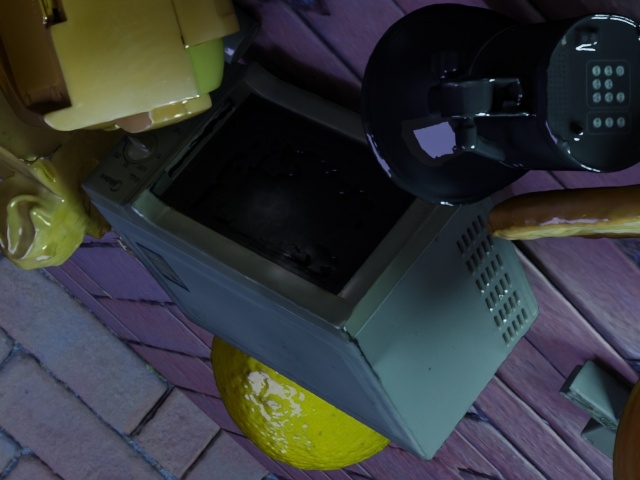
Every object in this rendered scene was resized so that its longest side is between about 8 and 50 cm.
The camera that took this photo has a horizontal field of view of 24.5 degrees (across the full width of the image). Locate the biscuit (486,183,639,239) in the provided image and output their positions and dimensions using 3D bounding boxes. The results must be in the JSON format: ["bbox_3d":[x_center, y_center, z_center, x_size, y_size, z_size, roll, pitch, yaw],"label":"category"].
[{"bbox_3d":[0.234,-0.020,0.973,0.260,0.041,0.203,-6,171,33],"label":"biscuit"}]

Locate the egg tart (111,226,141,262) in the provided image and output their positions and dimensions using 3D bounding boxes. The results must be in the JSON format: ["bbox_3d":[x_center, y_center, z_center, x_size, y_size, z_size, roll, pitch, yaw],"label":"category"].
[{"bbox_3d":[-0.164,-0.024,1.873,0.288,0.118,0.288,31,165,9],"label":"egg tart"}]

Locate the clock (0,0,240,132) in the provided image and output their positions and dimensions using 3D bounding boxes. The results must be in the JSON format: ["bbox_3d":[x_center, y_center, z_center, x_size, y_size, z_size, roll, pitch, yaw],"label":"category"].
[{"bbox_3d":[-0.214,-0.211,1.307,0.317,0.200,0.244,5,109,66],"label":"clock"}]

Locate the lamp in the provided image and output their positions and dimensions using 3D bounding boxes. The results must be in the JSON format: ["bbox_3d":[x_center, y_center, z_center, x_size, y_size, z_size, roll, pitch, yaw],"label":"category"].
[{"bbox_3d":[0.133,-0.093,0.963,0.172,0.147,0.227,-2,-177,-24],"label":"lamp"}]

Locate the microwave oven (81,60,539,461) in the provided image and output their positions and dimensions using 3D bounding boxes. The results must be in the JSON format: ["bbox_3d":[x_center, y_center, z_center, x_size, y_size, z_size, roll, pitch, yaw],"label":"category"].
[{"bbox_3d":[0.000,0.000,1.419,0.355,0.218,0.286,26,161,37],"label":"microwave oven"}]

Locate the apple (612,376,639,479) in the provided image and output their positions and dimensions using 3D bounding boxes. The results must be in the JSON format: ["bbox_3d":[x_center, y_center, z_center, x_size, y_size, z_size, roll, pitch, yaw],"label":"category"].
[{"bbox_3d":[0.353,0.164,1.049,0.286,0.233,0.286,39,168,10],"label":"apple"}]

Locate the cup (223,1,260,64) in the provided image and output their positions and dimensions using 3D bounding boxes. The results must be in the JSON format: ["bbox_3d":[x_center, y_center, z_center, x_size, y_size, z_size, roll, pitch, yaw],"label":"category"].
[{"bbox_3d":[-0.105,-0.205,1.393,0.083,0.054,0.075,36,163,4],"label":"cup"}]

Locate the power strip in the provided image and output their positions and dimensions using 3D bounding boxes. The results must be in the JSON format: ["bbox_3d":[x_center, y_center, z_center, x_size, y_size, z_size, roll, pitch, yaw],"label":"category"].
[{"bbox_3d":[0.313,0.186,1.508,0.145,0.061,0.215,38,163,3],"label":"power strip"}]

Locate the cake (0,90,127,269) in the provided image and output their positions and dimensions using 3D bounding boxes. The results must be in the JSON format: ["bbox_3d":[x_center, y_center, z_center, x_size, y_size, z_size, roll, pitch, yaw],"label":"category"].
[{"bbox_3d":[-0.300,-0.134,1.595,0.227,0.286,0.222,33,163,21],"label":"cake"}]

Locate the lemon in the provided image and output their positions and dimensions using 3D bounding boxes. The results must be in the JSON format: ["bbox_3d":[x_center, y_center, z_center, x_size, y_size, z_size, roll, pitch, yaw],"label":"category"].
[{"bbox_3d":[-0.005,0.138,1.740,0.253,0.253,0.310,31,151,28],"label":"lemon"}]
